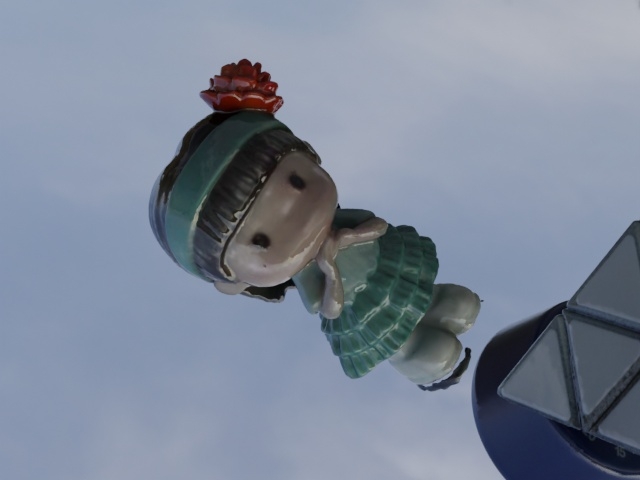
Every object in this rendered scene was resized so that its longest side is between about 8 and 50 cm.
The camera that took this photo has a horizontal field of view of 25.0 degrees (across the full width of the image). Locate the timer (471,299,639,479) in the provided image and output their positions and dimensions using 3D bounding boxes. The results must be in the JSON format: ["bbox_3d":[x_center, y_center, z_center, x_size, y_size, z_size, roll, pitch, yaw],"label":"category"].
[{"bbox_3d":[0.388,0.151,1.719,0.270,0.383,0.270,15,-123,-24],"label":"timer"}]

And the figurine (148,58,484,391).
[{"bbox_3d":[0.000,0.000,0.960,0.245,0.110,0.138,36,-117,-20],"label":"figurine"}]

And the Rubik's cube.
[{"bbox_3d":[0.319,0.089,1.168,0.233,0.229,0.228,39,-110,9],"label":"Rubik's cube"}]
